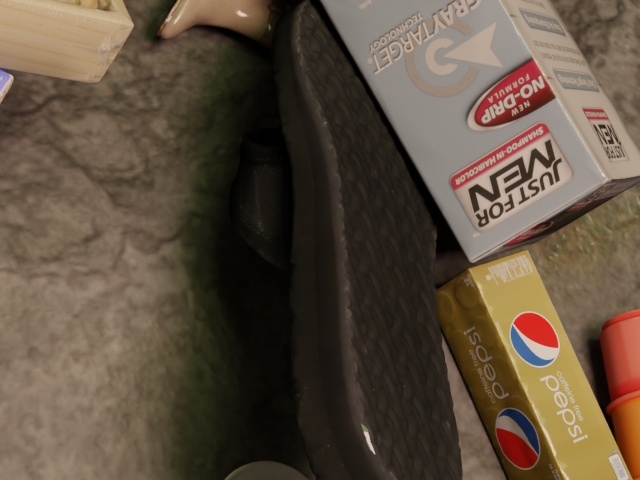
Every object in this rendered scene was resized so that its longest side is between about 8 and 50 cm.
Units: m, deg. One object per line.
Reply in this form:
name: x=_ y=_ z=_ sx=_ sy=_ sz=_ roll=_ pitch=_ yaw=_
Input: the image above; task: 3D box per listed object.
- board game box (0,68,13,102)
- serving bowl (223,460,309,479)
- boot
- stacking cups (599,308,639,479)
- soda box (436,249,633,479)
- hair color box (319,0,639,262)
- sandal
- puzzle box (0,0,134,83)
board game box: x=-0.359 y=-0.052 z=0.829 sx=0.291 sy=0.141 sz=0.232 roll=31 pitch=57 yaw=-13
serving bowl: x=-0.036 y=0.182 z=0.970 sx=0.083 sy=0.027 sz=0.083 roll=12 pitch=64 yaw=-25
boot: x=-0.058 y=-0.164 z=1.107 sx=0.087 sy=0.042 sz=0.118 roll=37 pitch=56 yaw=-12
stacking cups: x=0.260 y=0.201 z=1.082 sx=0.096 sy=0.096 sz=0.316 roll=5 pitch=67 yaw=-27
soda box: x=0.146 y=0.103 z=1.085 sx=0.058 sy=0.061 sz=0.181 roll=-16 pitch=77 yaw=-33
hair color box: x=0.082 y=-0.177 z=1.097 sx=0.374 sy=0.113 sz=0.185 roll=60 pitch=20 yaw=7
sandal: x=-0.001 y=0.000 z=0.982 sx=0.167 sy=0.107 sz=0.446 roll=48 pitch=27 yaw=-35
puzzle box: x=-0.295 y=-0.269 z=0.905 sx=0.272 sy=0.052 sz=0.409 roll=5 pitch=46 yaw=-41
